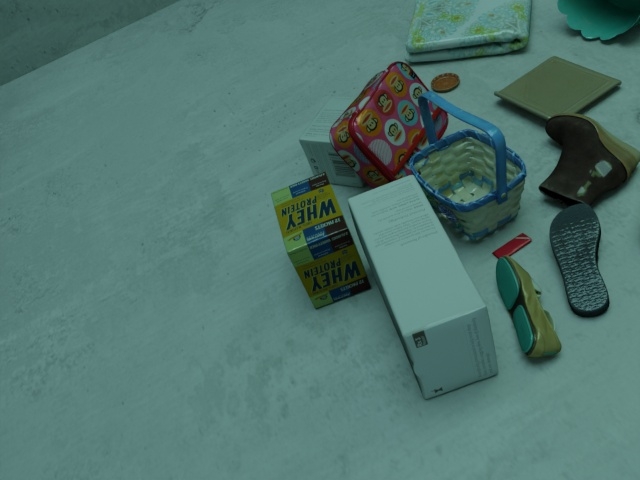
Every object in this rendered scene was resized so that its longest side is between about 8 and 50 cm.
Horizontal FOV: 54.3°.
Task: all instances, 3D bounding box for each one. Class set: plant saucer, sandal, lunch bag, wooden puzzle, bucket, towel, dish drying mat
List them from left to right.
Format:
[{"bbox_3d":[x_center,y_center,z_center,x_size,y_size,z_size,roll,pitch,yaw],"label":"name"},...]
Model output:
[{"bbox_3d":[0.183,-0.261,1.526,0.120,0.258,0.293,-16,34,55],"label":"lunch bag"},{"bbox_3d":[0.362,-0.457,1.807,0.083,0.013,0.084,-13,44,13],"label":"plant saucer"},{"bbox_3d":[0.458,-0.680,1.936,0.374,0.090,0.321,-1,51,22],"label":"towel"},{"bbox_3d":[0.408,0.013,1.330,0.083,0.008,0.032,-32,45,-9],"label":"dish drying mat"},{"bbox_3d":[0.611,-0.388,1.619,0.238,0.044,0.221,-30,43,-14],"label":"wooden puzzle"},{"bbox_3d":[0.511,0.039,1.237,0.097,0.054,0.255,-8,54,26],"label":"sandal"},{"bbox_3d":[0.802,-0.706,1.683,0.183,0.281,0.281,-35,44,-24],"label":"bucket"}]

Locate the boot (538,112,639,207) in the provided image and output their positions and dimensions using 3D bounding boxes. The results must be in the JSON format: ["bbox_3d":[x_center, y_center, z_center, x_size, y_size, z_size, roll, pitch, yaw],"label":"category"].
[{"bbox_3d":[0.557,-0.181,1.396,0.206,0.090,0.248,-36,48,-16],"label":"boot"}]

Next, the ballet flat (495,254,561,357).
[{"bbox_3d":[0.396,0.126,1.193,0.073,0.080,0.232,6,46,-10],"label":"ballet flat"}]

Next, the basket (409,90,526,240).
[{"bbox_3d":[0.313,-0.159,1.333,0.201,0.289,0.255,-27,40,-12],"label":"basket"}]

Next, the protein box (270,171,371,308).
[{"bbox_3d":[0.000,0.000,1.375,0.135,0.200,0.201,-22,43,2],"label":"protein box"}]

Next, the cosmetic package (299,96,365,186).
[{"bbox_3d":[0.068,-0.262,1.640,0.151,0.151,0.184,10,52,31],"label":"cosmetic package"}]

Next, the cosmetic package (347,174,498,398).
[{"bbox_3d":[0.190,0.079,1.210,0.156,0.217,0.385,-22,45,2],"label":"cosmetic package"}]
